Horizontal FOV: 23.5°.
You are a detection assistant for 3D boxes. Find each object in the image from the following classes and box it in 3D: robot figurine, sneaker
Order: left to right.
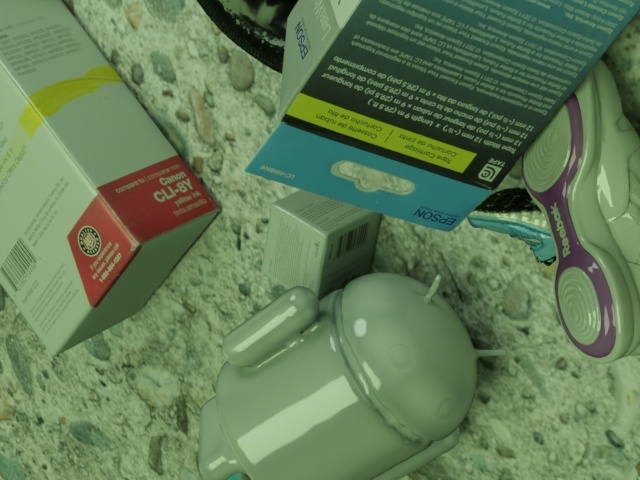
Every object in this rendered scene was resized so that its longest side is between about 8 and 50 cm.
[{"bbox_3d":[0.026,0.166,1.699,0.353,0.200,0.300,-32,127,21],"label":"robot figurine"},{"bbox_3d":[0.219,-0.006,1.577,0.162,0.063,0.073,14,122,38],"label":"sneaker"},{"bbox_3d":[0.284,-0.034,1.478,0.114,0.152,0.305,-26,69,60],"label":"sneaker"}]

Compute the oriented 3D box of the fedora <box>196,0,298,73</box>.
[{"bbox_3d":[-0.001,-0.330,1.553,0.334,0.152,0.334,19,125,31],"label":"fedora"}]

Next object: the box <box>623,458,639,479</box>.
[{"bbox_3d":[0.340,0.275,1.602,0.063,0.067,0.324,42,132,19],"label":"box"}]

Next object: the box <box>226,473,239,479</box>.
[{"bbox_3d":[-0.060,0.274,1.944,0.060,0.100,0.244,51,136,11],"label":"box"}]

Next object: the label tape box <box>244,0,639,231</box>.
[{"bbox_3d":[0.108,-0.183,1.416,0.348,0.249,0.115,-53,34,35],"label":"label tape box"}]

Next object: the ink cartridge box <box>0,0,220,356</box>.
[{"bbox_3d":[-0.349,-0.092,1.986,0.385,0.160,0.279,52,135,10],"label":"ink cartridge box"}]

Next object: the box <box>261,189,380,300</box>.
[{"bbox_3d":[0.000,0.000,1.752,0.087,0.101,0.102,32,129,28],"label":"box"}]
